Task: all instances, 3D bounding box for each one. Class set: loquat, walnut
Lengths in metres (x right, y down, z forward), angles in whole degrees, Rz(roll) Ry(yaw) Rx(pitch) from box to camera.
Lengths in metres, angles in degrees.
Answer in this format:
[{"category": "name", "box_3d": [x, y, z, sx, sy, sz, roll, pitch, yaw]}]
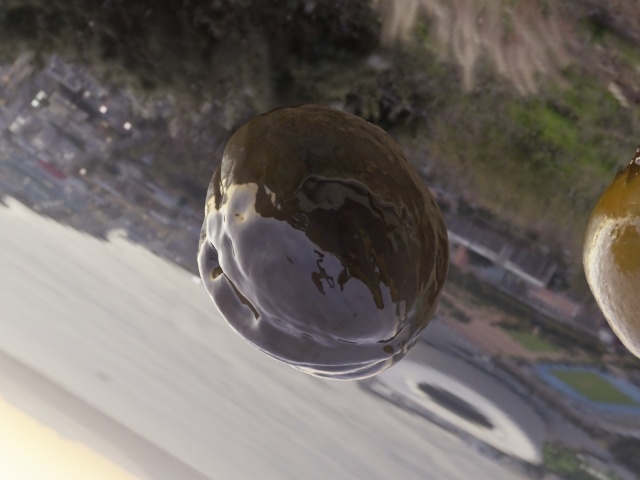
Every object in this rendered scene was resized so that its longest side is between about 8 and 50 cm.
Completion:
[{"category": "loquat", "box_3d": [0.233, 0.008, 0.711, 0.163, 0.163, 0.137, 36, 146, -19]}, {"category": "walnut", "box_3d": [0.001, -0.001, 0.653, 0.162, 0.140, 0.140, 49, 176, 30]}]
